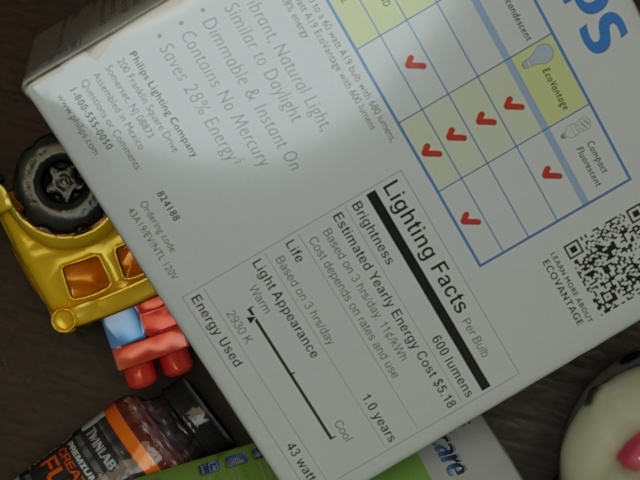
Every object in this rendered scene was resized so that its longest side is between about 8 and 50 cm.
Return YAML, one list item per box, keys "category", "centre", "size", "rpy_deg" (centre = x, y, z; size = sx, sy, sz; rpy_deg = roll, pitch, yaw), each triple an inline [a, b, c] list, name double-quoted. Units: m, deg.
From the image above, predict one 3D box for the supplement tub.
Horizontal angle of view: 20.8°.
- category: "supplement tub"
  centre: [-0.164, 0.193, 1.366]
  size: [0.198, 0.106, 0.106]
  rpy_deg: [-38, 81, -4]

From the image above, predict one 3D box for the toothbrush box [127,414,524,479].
- category: "toothbrush box"
  centre: [0.008, 0.233, 1.251]
  size: [0.283, 0.206, 0.122]
  rpy_deg: [-17, 116, -6]

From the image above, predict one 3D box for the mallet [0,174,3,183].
- category: "mallet"
  centre: [-0.337, -0.116, 1.463]
  size: [0.062, 0.039, 0.190]
  rpy_deg: [-30, 84, -4]

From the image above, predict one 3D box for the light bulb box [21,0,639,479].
- category: "light bulb box"
  centre: [0.043, -0.072, 1.205]
  size: [0.361, 0.225, 0.358]
  rpy_deg: [-30, 108, 2]

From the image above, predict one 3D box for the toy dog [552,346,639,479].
- category: "toy dog"
  centre: [0.334, 0.234, 1.234]
  size: [0.284, 0.395, 0.408]
  rpy_deg: [-52, 57, 20]

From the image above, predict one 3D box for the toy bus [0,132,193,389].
- category: "toy bus"
  centre: [-0.131, 0.000, 1.381]
  size: [0.220, 0.149, 0.211]
  rpy_deg: [-23, 88, -4]
